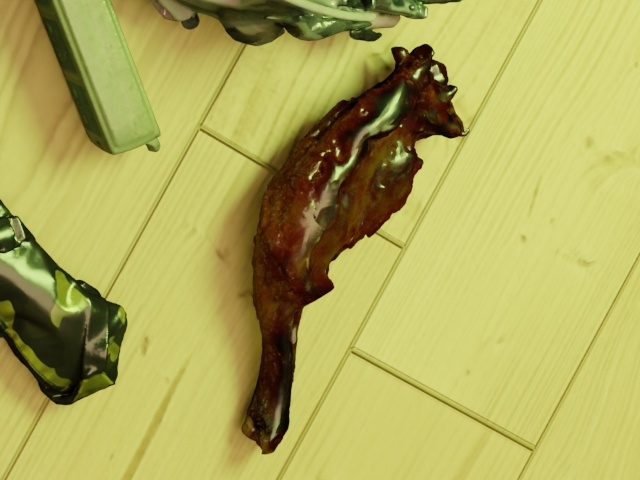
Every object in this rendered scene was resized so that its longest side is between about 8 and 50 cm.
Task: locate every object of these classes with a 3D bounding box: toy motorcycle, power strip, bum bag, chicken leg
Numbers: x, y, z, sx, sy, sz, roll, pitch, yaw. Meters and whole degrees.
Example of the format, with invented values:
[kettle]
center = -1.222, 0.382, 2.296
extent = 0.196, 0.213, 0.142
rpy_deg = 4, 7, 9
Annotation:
[toy motorcycle]
center = -0.029, -0.237, 1.643
extent = 0.327, 0.188, 0.143
rpy_deg = 3, 89, -41
[power strip]
center = -0.205, -0.190, 1.602
extent = 0.052, 0.078, 0.272
rpy_deg = -25, 112, -17
[bum bag]
center = -0.257, 0.051, 1.639
extent = 0.106, 0.060, 0.232
rpy_deg = -47, 115, 0
[chicken leg]
center = 0.000, 0.000, 1.742
extent = 0.158, 0.096, 0.407
rpy_deg = 22, 93, -47
